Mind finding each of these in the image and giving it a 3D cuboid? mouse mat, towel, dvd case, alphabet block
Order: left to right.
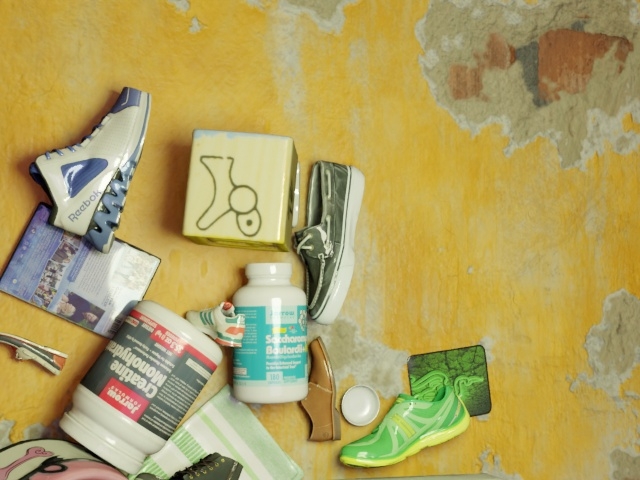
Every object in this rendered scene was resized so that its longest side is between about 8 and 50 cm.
[{"bbox_3d":[-0.450,0.061,1.682,0.253,0.022,0.180,27,77,-15],"label":"dvd case"},{"bbox_3d":[-0.220,0.478,1.723,0.325,0.038,0.248,-41,99,-17],"label":"towel"},{"bbox_3d":[-0.146,-0.089,1.681,0.192,0.193,0.197,5,84,4],"label":"alphabet block"},{"bbox_3d":[0.279,0.310,1.919,0.189,0.007,0.153,-6,88,-18],"label":"mouse mat"}]

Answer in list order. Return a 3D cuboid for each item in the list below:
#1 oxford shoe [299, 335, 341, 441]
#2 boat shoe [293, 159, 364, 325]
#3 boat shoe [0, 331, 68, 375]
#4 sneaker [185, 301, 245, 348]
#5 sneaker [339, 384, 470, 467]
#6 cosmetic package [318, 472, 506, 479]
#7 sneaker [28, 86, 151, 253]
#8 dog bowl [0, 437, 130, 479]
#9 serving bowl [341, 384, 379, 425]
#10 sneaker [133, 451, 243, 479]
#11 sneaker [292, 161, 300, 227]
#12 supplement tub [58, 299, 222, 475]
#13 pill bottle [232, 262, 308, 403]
[{"bbox_3d":[-0.007,0.299,1.791,0.076,0.076,0.212,-6,87,-6],"label":"oxford shoe"},{"bbox_3d":[0.000,0.000,1.792,0.119,0.121,0.335,15,71,-22],"label":"boat shoe"},{"bbox_3d":[-0.532,0.204,1.632,0.137,0.049,0.043,26,81,-20],"label":"boat shoe"},{"bbox_3d":[-0.194,0.147,1.693,0.057,0.161,0.075,14,95,-43],"label":"sneaker"},{"bbox_3d":[0.162,0.381,1.830,0.295,0.109,0.123,-18,83,-22],"label":"sneaker"},{"bbox_3d":[0.180,0.611,1.748,0.377,0.097,0.284,3,87,-19],"label":"cosmetic package"},{"bbox_3d":[-0.429,-0.150,1.644,0.182,0.127,0.316,17,77,-12],"label":"sneaker"},{"bbox_3d":[-0.431,0.535,1.453,0.408,0.150,0.408,5,84,-49],"label":"dog bowl"},{"bbox_3d":[0.079,0.337,1.838,0.083,0.027,0.083,1,85,-18],"label":"serving bowl"},{"bbox_3d":[-0.243,0.435,1.646,0.222,0.083,0.118,35,64,-40],"label":"sneaker"},{"bbox_3d":[-0.076,-0.093,1.808,0.070,0.051,0.134,1,97,0],"label":"sneaker"},{"bbox_3d":[-0.324,0.263,1.621,0.191,0.191,0.272,37,76,-13],"label":"supplement tub"},{"bbox_3d":[-0.098,0.176,1.727,0.146,0.146,0.264,0,87,-19],"label":"pill bottle"}]
